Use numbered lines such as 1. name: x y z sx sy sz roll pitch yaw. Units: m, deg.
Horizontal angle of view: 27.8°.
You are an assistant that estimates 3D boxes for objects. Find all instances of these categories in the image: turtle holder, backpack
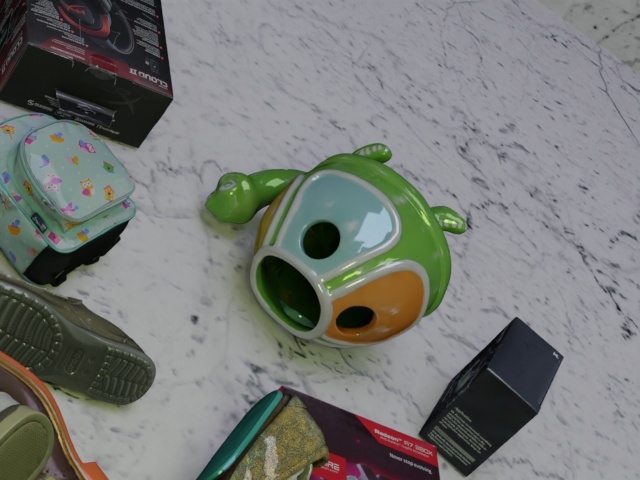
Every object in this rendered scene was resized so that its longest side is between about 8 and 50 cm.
1. turtle holder: 0.012 -0.003 1.717 0.227 0.243 0.320 -31 84 -38
2. backpack: -0.328 -0.063 1.532 0.188 0.144 0.166 43 39 8

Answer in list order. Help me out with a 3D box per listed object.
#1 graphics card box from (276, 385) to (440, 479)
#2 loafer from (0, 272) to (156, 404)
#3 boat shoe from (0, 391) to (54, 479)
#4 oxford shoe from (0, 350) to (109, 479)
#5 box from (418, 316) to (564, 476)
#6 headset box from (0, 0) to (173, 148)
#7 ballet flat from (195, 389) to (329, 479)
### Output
1. graphics card box: 0.033 0.356 1.451 0.233 0.094 0.371 25 37 -22
2. loafer: -0.302 0.104 1.427 0.251 0.094 0.087 33 8 -29
3. boat shoe: -0.380 0.243 1.154 0.103 0.113 0.302 20 39 30
4. oxford shoe: -0.305 0.211 1.281 0.271 0.097 0.098 48 40 10
5. box: 0.234 0.211 1.759 0.093 0.158 0.156 42 33 1
6. headset box: -0.331 -0.271 1.793 0.218 0.110 0.293 18 39 -30
7. ballet flat: -0.103 0.286 1.295 0.123 0.123 0.348 44 46 4
